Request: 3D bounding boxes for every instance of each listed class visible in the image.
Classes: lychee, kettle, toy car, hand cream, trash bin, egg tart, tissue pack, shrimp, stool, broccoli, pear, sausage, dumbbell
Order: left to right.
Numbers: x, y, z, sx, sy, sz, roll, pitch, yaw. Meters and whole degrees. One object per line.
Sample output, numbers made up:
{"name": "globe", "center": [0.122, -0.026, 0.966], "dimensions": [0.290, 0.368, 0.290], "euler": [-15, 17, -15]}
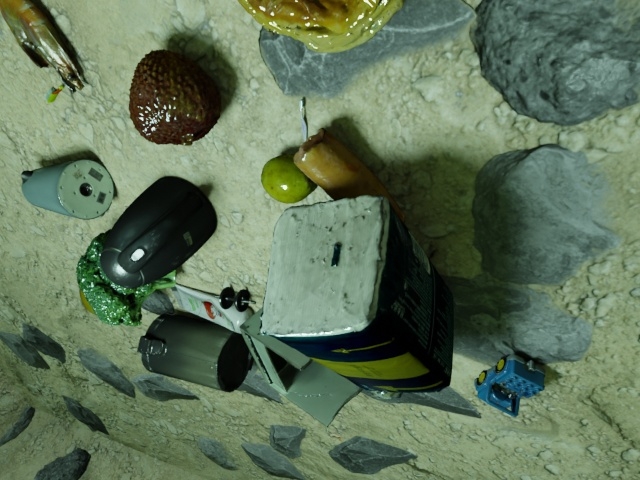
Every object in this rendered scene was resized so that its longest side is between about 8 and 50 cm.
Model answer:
{"name": "shrimp", "center": [-0.643, -0.451, 1.078], "dimensions": [0.150, 0.068, 0.249], "euler": [-19, 112, 52]}
{"name": "kettle", "center": [-0.712, -0.134, 1.342], "dimensions": [0.243, 0.160, 0.210], "euler": [5, 158, 33]}
{"name": "broccoli", "center": [-0.574, 0.114, 1.394], "dimensions": [0.274, 0.308, 0.308], "euler": [-3, 137, -19]}
{"name": "kettle", "center": [-0.405, -0.015, 1.154], "dimensions": [0.207, 0.290, 0.268], "euler": [47, 132, -13]}
{"name": "lychee", "center": [-0.297, -0.280, 0.951], "dimensions": [0.194, 0.194, 0.195], "euler": [15, 132, 17]}
{"name": "trash bin", "center": [-0.399, 0.362, 1.526], "dimensions": [0.301, 0.203, 0.252], "euler": [8, 170, 22]}
{"name": "hand cream", "center": [-0.338, 0.219, 1.483], "dimensions": [0.335, 0.076, 0.121], "euler": [14, 132, 26]}
{"name": "dumbbell", "center": [-0.253, 0.174, 1.385], "dimensions": [0.147, 0.069, 0.069], "euler": [5, 129, 26]}
{"name": "pear", "center": [-0.068, -0.131, 1.001], "dimensions": [0.131, 0.107, 0.107], "euler": [3, 128, 30]}
{"name": "stool", "center": [-0.048, 0.311, 1.264], "dimensions": [0.269, 0.170, 0.244], "euler": [20, 139, 44]}
{"name": "egg tart", "center": [-0.004, -0.455, 0.667], "dimensions": [0.351, 0.150, 0.352], "euler": [19, 133, 21]}
{"name": "sausage", "center": [0.065, -0.105, 0.950], "dimensions": [0.270, 0.109, 0.108], "euler": [44, 134, -16]}
{"name": "tissue pack", "center": [0.099, 0.128, 0.935], "dimensions": [0.253, 0.264, 0.416], "euler": [-9, 148, 31]}
{"name": "toy car", "center": [0.455, 0.361, 1.141], "dimensions": [0.097, 0.100, 0.191], "euler": [27, 139, 0]}

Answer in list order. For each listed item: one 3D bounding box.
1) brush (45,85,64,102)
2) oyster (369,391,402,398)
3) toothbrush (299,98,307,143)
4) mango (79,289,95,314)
{"name": "brush", "center": [-0.671, -0.375, 1.182], "dimensions": [0.083, 0.019, 0.021], "euler": [-20, 106, 40]}
{"name": "oyster", "center": [0.194, 0.324, 1.229], "dimensions": [0.162, 0.158, 0.351], "euler": [8, 153, -10]}
{"name": "toothbrush", "center": [-0.034, -0.229, 0.968], "dimensions": [0.011, 0.013, 0.132], "euler": [20, 136, 26]}
{"name": "mango", "center": [-0.753, 0.169, 1.618], "dimensions": [0.156, 0.114, 0.251], "euler": [36, 136, 7]}
